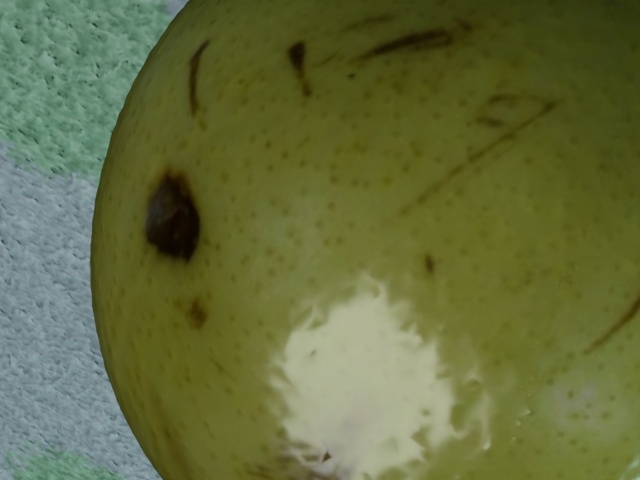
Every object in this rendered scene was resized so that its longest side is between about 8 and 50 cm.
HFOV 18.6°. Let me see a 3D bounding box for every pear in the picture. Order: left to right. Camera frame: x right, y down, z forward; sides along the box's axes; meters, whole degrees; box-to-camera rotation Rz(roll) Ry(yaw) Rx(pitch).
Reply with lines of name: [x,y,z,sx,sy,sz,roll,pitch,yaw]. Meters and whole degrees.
pear: [0.071,-0.001,0.883,0.348,0.348,0.348,26,144,21]
